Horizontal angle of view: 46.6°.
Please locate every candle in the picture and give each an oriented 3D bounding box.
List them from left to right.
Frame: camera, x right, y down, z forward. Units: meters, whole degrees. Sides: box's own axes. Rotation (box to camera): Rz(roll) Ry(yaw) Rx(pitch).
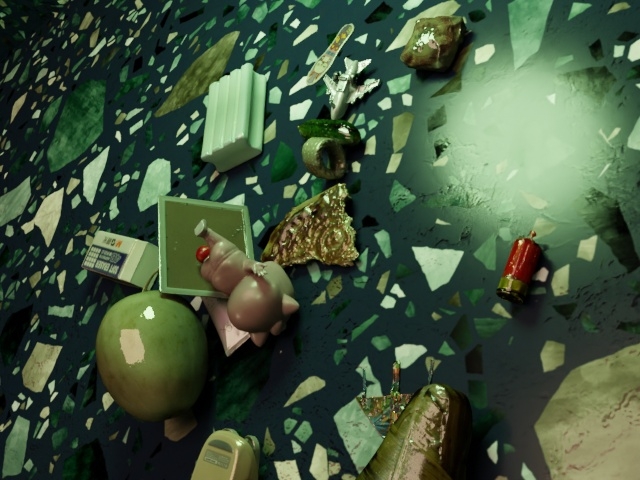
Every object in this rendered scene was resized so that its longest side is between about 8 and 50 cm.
[{"bbox_3d":[0.347,0.041,1.285,0.052,0.052,0.130,7,70,45],"label":"candle"}]

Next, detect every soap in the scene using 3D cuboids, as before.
[{"bbox_3d":[-0.232,-0.335,2.025,0.160,0.088,0.265,-23,51,32],"label":"soap"}]

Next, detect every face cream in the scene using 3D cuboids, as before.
[{"bbox_3d":[-0.232,0.159,1.745,0.092,0.058,0.243,-44,49,6],"label":"face cream"}]

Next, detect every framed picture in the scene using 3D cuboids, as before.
[{"bbox_3d":[-0.270,0.019,1.762,0.019,0.233,0.296,119,151,-44],"label":"framed picture"}]

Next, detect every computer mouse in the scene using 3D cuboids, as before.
[{"bbox_3d":[-0.196,0.495,1.476,0.145,0.082,0.236,0,66,43],"label":"computer mouse"}]

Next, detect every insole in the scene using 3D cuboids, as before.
[{"bbox_3d":[0.025,-0.486,1.945,0.197,0.004,0.065,-53,42,3],"label":"insole"}]

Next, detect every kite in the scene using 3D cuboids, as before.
[{"bbox_3d":[0.133,0.294,1.353,0.183,0.010,0.160,-15,55,36],"label":"kite"}]

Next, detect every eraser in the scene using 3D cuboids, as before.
[{"bbox_3d":[-0.555,0.053,2.085,0.279,0.081,0.124,9,72,45],"label":"eraser"}]

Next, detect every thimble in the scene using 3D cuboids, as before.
[{"bbox_3d":[0.010,-0.184,1.696,0.084,0.110,0.062,-45,33,-24],"label":"thimble"}]

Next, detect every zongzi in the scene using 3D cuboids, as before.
[{"bbox_3d":[0.195,0.392,1.139,0.288,0.134,0.285,32,91,49],"label":"zongzi"}]

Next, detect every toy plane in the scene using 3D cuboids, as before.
[{"bbox_3d":[0.061,-0.366,1.797,0.162,0.065,0.171,14,70,35],"label":"toy plane"}]

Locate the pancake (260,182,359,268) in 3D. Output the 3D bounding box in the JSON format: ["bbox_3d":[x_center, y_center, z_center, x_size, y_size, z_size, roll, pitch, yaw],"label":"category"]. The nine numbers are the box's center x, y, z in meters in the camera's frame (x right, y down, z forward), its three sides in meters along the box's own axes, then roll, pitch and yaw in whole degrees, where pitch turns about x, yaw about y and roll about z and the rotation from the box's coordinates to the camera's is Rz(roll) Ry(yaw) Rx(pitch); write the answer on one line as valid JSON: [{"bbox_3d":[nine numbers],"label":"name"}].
[{"bbox_3d":[0.000,0.000,1.645,0.266,0.057,0.244,-54,50,9],"label":"pancake"}]

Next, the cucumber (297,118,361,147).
[{"bbox_3d":[0.016,-0.258,1.770,0.227,0.069,0.069,19,79,51],"label":"cucumber"}]

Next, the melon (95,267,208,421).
[{"bbox_3d":[-0.375,0.251,1.669,0.272,0.272,0.308,-46,36,10],"label":"melon"}]

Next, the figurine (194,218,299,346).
[{"bbox_3d":[-0.162,0.081,1.626,0.287,0.186,0.176,40,115,14],"label":"figurine"}]

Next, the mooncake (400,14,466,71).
[{"bbox_3d":[0.250,-0.440,1.659,0.125,0.073,0.129,9,74,44],"label":"mooncake"}]
